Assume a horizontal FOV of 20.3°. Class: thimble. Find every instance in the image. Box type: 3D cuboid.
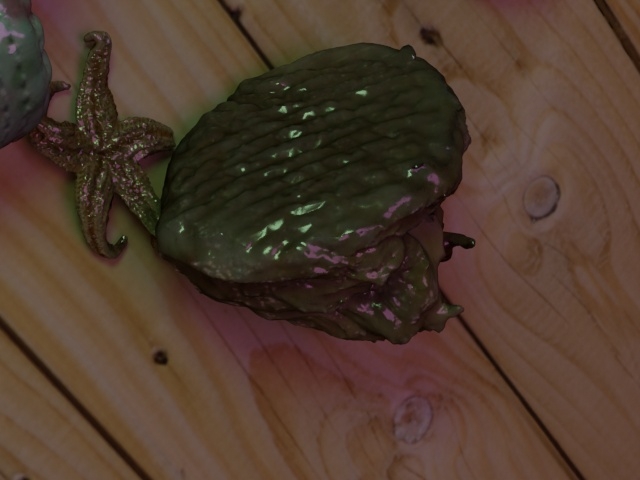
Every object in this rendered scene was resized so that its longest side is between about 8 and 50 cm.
[{"bbox_3d":[-0.317,-0.146,1.456,0.149,0.185,0.211,-30,145,-25],"label":"thimble"}]

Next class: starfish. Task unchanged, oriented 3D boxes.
[{"bbox_3d":[-0.189,-0.085,1.619,0.150,0.053,0.210,-11,101,-41],"label":"starfish"}]

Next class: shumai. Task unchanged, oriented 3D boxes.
[{"bbox_3d":[0.000,0.000,1.681,0.314,0.267,0.262,-31,136,-22],"label":"shumai"}]
